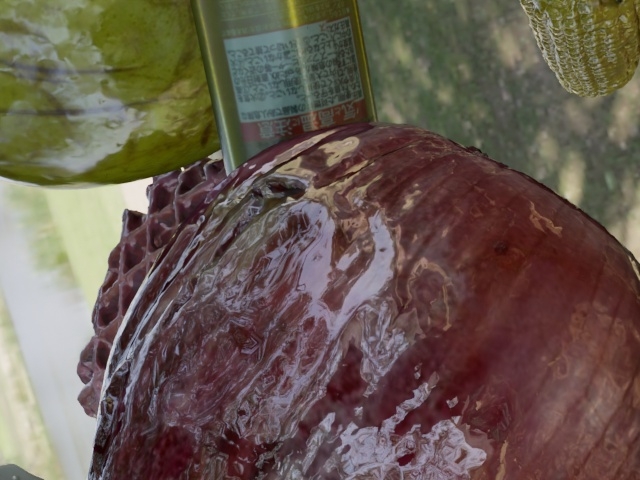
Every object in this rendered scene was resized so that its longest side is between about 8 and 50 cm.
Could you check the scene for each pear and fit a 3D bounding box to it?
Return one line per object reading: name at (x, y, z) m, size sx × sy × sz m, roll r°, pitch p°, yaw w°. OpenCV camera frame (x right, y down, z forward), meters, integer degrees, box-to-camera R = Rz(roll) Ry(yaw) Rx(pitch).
pear at (-0.151, -0.163, 0.821) m, size 0.283 × 0.283 × 0.284 m, roll 163°, pitch 90°, yaw -73°

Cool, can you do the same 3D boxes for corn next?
corn at (0.210, -0.180, 0.972) m, size 0.097 × 0.097 × 0.261 m, roll 67°, pitch -171°, yaw 18°

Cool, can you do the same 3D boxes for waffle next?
waffle at (-0.108, 0.051, 0.905) m, size 0.221 × 0.055 × 0.234 m, roll 32°, pitch 100°, yaw 53°

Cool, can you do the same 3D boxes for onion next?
onion at (-0.015, 0.084, 0.451) m, size 0.227 × 0.120 × 0.283 m, roll 15°, pitch 80°, yaw 53°

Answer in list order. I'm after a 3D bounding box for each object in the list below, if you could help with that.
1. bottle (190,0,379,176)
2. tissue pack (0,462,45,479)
bottle at (0.000, 0.000, 0.639) m, size 0.082 × 0.082 × 0.286 m, roll -151°, pitch 47°, yaw -66°
tissue pack at (-0.432, 0.426, 1.430) m, size 0.229 × 0.333 × 0.236 m, roll 36°, pitch 116°, yaw 24°
